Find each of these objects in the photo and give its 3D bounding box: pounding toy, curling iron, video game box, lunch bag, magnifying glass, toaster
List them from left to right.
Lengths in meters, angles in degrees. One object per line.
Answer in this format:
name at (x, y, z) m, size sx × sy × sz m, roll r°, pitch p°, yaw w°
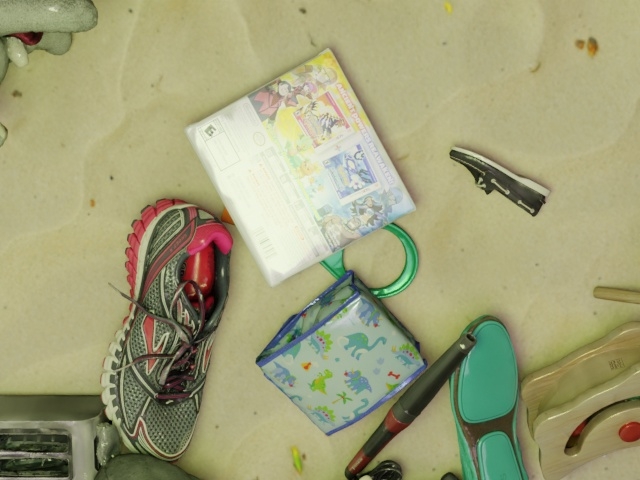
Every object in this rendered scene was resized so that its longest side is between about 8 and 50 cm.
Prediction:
toaster at (-0.323, 0.263, 1.829) m, size 0.186 × 0.110 × 0.168 m, roll 1°, pitch 100°, yaw 1°
video game box at (-0.022, -0.080, 1.774) m, size 0.187 × 0.048 × 0.205 m, roll -28°, pitch 93°, yaw 4°
magnifying glass at (0.000, 0.000, 1.818) m, size 0.231 × 0.026 × 0.092 m, roll 18°, pitch 101°, yaw -4°
lunch bag at (0.022, 0.132, 1.798) m, size 0.151 × 0.096 × 0.129 m, roll -42°, pitch 106°, yaw 7°
curling iron at (0.104, 0.199, 1.800) m, size 0.068 × 0.035 × 0.274 m, roll 19°, pitch 124°, yaw -14°
pounding toy at (0.351, 0.154, 1.818) m, size 0.270 × 0.154 × 0.154 m, roll -30°, pitch 128°, yaw 16°

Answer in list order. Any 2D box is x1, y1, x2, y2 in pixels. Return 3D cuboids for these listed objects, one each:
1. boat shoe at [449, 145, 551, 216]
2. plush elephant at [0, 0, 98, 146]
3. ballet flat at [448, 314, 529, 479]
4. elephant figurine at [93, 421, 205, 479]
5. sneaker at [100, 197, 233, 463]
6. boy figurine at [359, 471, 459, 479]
boat shoe at (0.196, -0.067, 1.790) m, size 0.125 × 0.046 × 0.038 m, roll 26°, pitch 96°, yaw -12°
plush elephant at (-0.346, -0.248, 1.676) m, size 0.330 × 0.255 × 0.272 m, roll -22°, pitch 57°, yaw -27°
ballet flat at (0.182, 0.202, 1.819) m, size 0.083 × 0.087 × 0.247 m, roll -11°, pitch 99°, yaw -17°
elephant figurine at (-0.183, 0.332, 1.683) m, size 0.186 × 0.239 × 0.169 m, roll 16°, pitch 106°, yaw -3°
sneaker at (-0.166, 0.108, 1.773) m, size 0.121 × 0.112 × 0.299 m, roll -4°, pitch 105°, yaw -38°
boy figurine at (0.036, 0.344, 1.796) m, size 0.285 × 0.092 × 0.177 m, roll -14°, pitch 123°, yaw -20°
